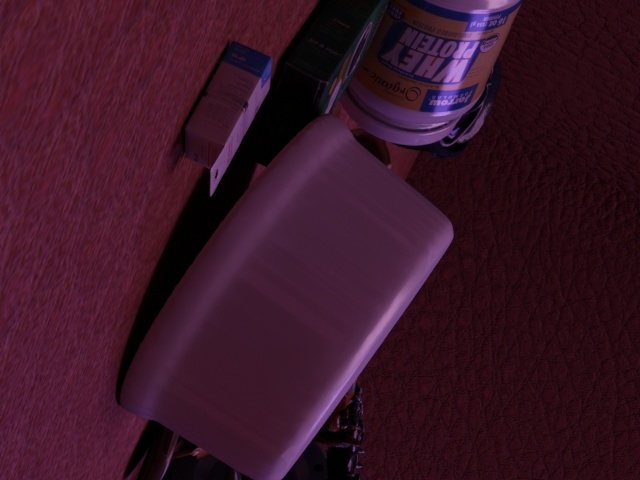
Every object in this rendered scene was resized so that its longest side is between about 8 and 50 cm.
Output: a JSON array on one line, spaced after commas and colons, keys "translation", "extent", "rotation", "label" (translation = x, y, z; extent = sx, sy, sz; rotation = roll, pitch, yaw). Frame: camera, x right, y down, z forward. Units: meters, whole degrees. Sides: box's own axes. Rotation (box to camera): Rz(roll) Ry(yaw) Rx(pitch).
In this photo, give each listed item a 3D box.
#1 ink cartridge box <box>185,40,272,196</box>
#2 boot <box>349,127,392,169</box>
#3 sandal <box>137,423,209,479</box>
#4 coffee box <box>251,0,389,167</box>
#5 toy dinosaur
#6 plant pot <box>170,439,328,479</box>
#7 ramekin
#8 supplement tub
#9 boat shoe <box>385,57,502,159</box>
[{"translation": [-0.060, -0.074, 0.891], "extent": [0.048, 0.028, 0.083], "rotation": [102, 13, -70], "label": "ink cartridge box"}, {"translation": [0.000, 0.000, 1.596], "extent": [0.262, 0.095, 0.203], "rotation": [-52, 165, -59], "label": "boot"}, {"translation": [-0.116, 0.172, 1.380], "extent": [0.219, 0.060, 0.090], "rotation": [-52, 166, -71], "label": "sandal"}, {"translation": [0.006, -0.146, 1.192], "extent": [0.184, 0.040, 0.113], "rotation": [-60, 176, -44], "label": "coffee box"}, {"translation": [-0.009, 0.156, 1.397], "extent": [0.322, 0.164, 0.218], "rotation": [20, 75, -72], "label": "toy dinosaur"}, {"translation": [-0.077, 0.352, 1.687], "extent": [0.271, 0.272, 0.255], "rotation": [-61, 160, -46], "label": "plant pot"}, {"translation": [-0.018, 0.053, 1.113], "extent": [0.277, 0.135, 0.277], "rotation": [-54, 174, -8], "label": "ramekin"}, {"translation": [0.098, -0.198, 1.328], "extent": [0.199, 0.144, 0.144], "rotation": [110, 7, -47], "label": "supplement tub"}, {"translation": [0.156, -0.220, 1.865], "extent": [0.186, 0.156, 0.500], "rotation": [-62, 174, -10], "label": "boat shoe"}]
